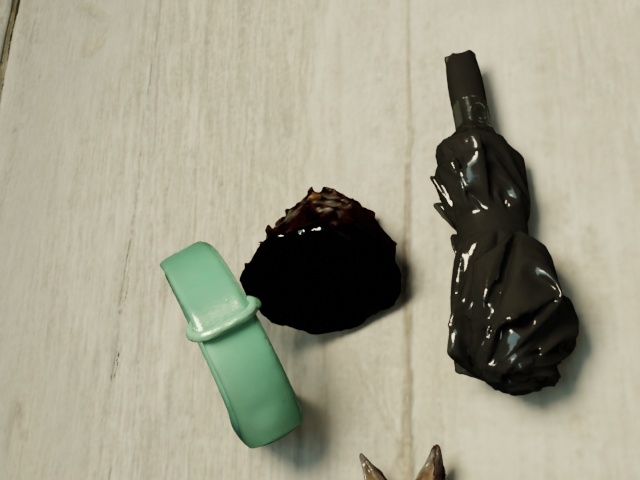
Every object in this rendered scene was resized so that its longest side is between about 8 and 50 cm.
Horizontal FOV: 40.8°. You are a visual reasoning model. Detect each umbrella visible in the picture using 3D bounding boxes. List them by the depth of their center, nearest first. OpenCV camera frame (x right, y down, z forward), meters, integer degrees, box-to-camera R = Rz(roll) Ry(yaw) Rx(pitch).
[{"bbox_3d":[0.149,-0.030,0.762,0.118,0.118,0.340,-21,56,29],"label":"umbrella"}]

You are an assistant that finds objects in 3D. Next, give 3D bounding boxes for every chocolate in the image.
[{"bbox_3d":[0.000,0.000,0.845,0.156,0.156,0.133,-31,39,23],"label":"chocolate"}]

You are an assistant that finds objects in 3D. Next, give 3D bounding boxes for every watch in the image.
[{"bbox_3d":[-0.084,0.094,0.810,0.068,0.237,0.195,-25,94,-10],"label":"watch"}]

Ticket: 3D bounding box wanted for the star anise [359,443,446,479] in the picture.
[{"bbox_3d":[0.083,0.272,0.709,0.182,0.065,0.195,23,82,35],"label":"star anise"}]
